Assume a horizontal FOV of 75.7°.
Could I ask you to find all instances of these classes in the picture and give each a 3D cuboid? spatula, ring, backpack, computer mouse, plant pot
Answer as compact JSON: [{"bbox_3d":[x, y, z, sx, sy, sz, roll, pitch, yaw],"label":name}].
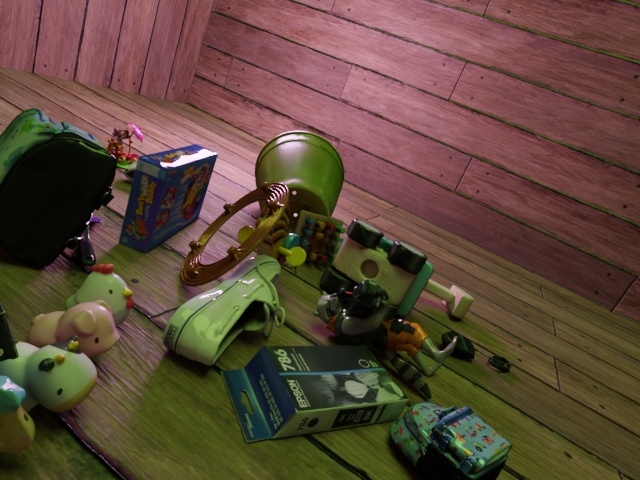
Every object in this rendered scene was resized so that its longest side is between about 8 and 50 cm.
[{"bbox_3d":[-0.559,-0.012,0.980,0.084,0.030,0.296,9,23,-36],"label":"spatula"},{"bbox_3d":[-0.216,-0.029,0.998,0.032,0.336,0.337,50,6,-27],"label":"ring"},{"bbox_3d":[-0.610,-0.151,0.925,0.273,0.290,0.355,34,6,-26],"label":"backpack"},{"bbox_3d":[0.448,0.329,1.190,0.242,0.041,0.071,26,27,-10],"label":"computer mouse"},{"bbox_3d":[-0.085,-0.171,1.535,0.366,0.367,0.353,18,32,-12],"label":"plant pot"},{"bbox_3d":[0.221,0.355,0.732,0.158,0.117,0.173,7,21,-40],"label":"backpack"}]

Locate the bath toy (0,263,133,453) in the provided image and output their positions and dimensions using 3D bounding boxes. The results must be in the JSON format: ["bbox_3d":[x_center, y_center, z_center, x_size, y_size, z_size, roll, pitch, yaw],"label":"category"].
[{"bbox_3d":[-0.378,0.143,0.615,0.151,0.129,0.348,19,18,-8],"label":"bath toy"}]

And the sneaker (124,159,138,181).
[{"bbox_3d":[-0.552,-0.198,1.435,0.257,0.094,0.091,18,37,0],"label":"sneaker"}]

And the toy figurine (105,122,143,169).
[{"bbox_3d":[-0.734,-0.362,1.535,0.173,0.159,0.130,2,27,-45],"label":"toy figurine"}]

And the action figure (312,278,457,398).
[{"bbox_3d":[0.131,0.205,0.946,0.330,0.179,0.341,23,-11,17],"label":"action figure"}]

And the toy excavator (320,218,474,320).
[{"bbox_3d":[0.278,0.119,1.337,0.432,0.223,0.445,31,12,20],"label":"toy excavator"}]

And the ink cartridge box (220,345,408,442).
[{"bbox_3d":[-0.005,0.274,0.780,0.332,0.065,0.165,8,24,-35],"label":"ink cartridge box"}]

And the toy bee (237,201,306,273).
[{"bbox_3d":[-0.123,0.041,1.108,0.195,0.298,0.162,7,49,35],"label":"toy bee"}]

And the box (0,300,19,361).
[{"bbox_3d":[-0.545,0.098,0.459,0.293,0.074,0.295,-17,30,-42],"label":"box"}]

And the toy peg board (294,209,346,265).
[{"bbox_3d":[0.000,0.000,1.350,0.160,0.161,0.079,13,6,-27],"label":"toy peg board"}]

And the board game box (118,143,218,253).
[{"bbox_3d":[-0.414,-0.133,1.160,0.078,0.234,0.347,22,18,-1],"label":"board game box"}]

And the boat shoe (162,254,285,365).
[{"bbox_3d":[-0.144,0.144,0.865,0.156,0.136,0.367,27,22,13],"label":"boat shoe"}]
